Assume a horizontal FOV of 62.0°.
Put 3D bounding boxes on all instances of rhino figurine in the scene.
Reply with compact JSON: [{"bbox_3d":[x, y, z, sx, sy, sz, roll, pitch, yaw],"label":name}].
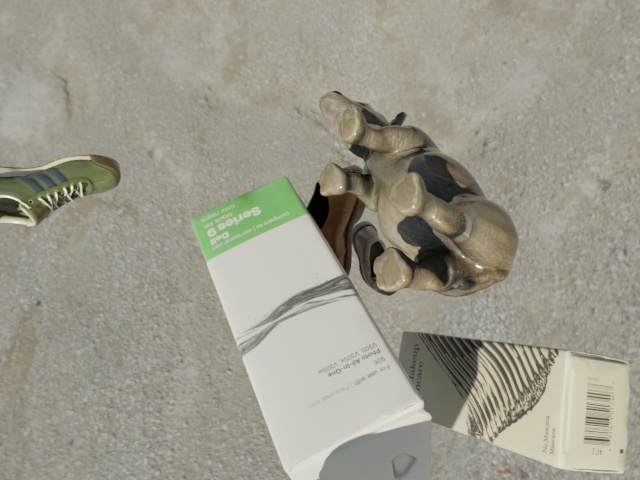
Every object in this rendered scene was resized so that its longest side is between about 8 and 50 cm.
[{"bbox_3d":[0.056,-0.050,0.395,0.073,0.106,0.243,-58,35,27],"label":"rhino figurine"}]

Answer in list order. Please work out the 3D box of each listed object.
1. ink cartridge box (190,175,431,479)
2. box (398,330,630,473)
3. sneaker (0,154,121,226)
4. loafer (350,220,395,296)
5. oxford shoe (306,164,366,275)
[{"bbox_3d":[-0.012,0.111,0.546,0.121,0.211,0.289,-24,49,-8],"label":"ink cartridge box"},{"bbox_3d":[0.201,0.172,0.616,0.275,0.094,0.113,-14,65,64],"label":"box"},{"bbox_3d":[-0.350,-0.053,0.673,0.192,0.064,0.086,-8,54,-19],"label":"sneaker"},{"bbox_3d":[0.072,0.032,0.659,0.045,0.125,0.039,-33,40,-6],"label":"loafer"},{"bbox_3d":[0.000,0.000,0.708,0.076,0.212,0.076,-17,42,-35],"label":"oxford shoe"}]
